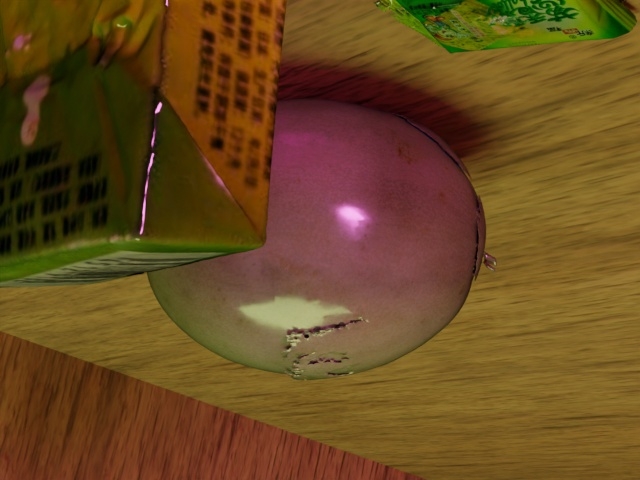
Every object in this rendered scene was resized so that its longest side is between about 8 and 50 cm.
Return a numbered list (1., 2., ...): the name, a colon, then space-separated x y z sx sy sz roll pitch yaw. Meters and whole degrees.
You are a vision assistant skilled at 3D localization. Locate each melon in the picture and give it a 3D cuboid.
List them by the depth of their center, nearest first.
1. melon: 0.000 0.000 1.374 0.330 0.268 0.268 4 161 2

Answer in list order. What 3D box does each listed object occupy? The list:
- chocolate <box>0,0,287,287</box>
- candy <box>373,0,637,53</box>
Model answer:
1. chocolate: -0.157 -0.110 1.139 0.137 0.289 0.301 14 165 -37
2. candy: 0.142 -0.176 1.125 0.178 0.032 0.102 -1 157 36
